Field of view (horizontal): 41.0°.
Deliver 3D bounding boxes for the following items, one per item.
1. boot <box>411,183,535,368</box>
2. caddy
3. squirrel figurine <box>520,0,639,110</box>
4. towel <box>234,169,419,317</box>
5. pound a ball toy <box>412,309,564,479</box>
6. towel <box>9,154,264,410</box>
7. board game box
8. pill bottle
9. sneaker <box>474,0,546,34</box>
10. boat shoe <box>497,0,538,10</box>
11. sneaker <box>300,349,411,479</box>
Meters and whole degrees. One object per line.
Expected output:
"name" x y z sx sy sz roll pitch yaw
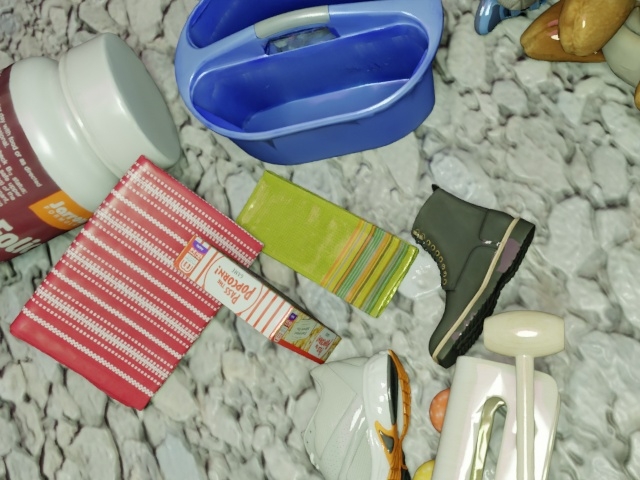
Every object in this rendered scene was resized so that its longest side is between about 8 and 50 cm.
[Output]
"boot" 0.145 0.038 1.004 0.137 0.077 0.197 28 70 22
"caddy" -0.011 -0.235 1.072 0.342 0.179 0.241 -11 70 14
"squirrel figurine" 0.414 -0.314 0.859 0.397 0.370 0.281 -41 67 2
"towel" 0.000 0.000 1.085 0.237 0.021 0.102 29 83 23
"pound a ball toy" 0.157 0.234 0.867 0.136 0.208 0.319 9 78 19
"towel" -0.227 0.059 1.067 0.199 0.031 0.274 37 90 -18
"board game box" -0.067 0.072 0.990 0.147 0.193 0.045 35 86 23
"pill bottle" -0.400 -0.102 1.129 0.392 0.224 0.224 -25 69 9
"sneaker" 0.252 -0.313 1.082 0.059 0.053 0.144 42 90 21
"boat shoe" 0.302 -0.407 1.028 0.324 0.123 0.116 -36 67 -19
"sneaker" 0.035 0.257 0.968 0.121 0.099 0.262 -7 65 23
